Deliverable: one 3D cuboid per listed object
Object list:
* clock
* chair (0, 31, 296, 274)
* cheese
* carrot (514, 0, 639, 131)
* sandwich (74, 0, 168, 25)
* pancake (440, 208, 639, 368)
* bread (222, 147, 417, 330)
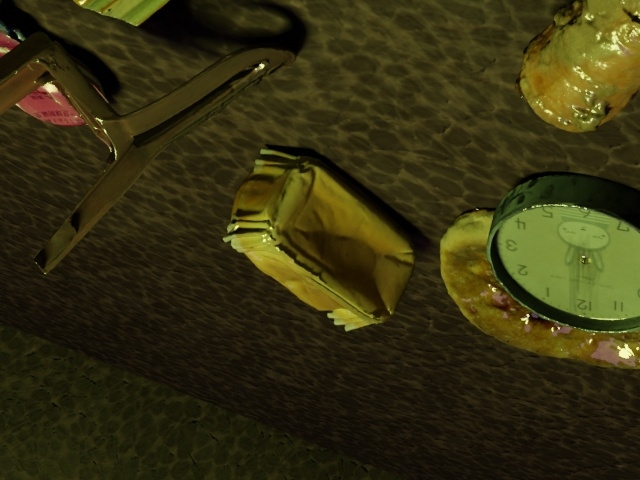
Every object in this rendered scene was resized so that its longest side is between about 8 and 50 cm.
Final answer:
[{"bbox_3d":[0.281,0.020,1.511,0.215,0.042,0.215,16,144,13],"label":"clock"},{"bbox_3d":[-0.206,-0.138,1.382,0.183,0.326,0.175,49,172,-4],"label":"chair"},{"bbox_3d":[-0.329,-0.198,1.625,0.155,0.062,0.244,7,156,35],"label":"cheese"},{"bbox_3d":[0.243,-0.170,1.071,0.102,0.102,0.263,24,155,-10],"label":"carrot"},{"bbox_3d":[-0.147,-0.281,1.146,0.144,0.187,0.117,56,-166,9],"label":"sandwich"},{"bbox_3d":[0.310,0.071,1.689,0.356,0.065,0.356,16,158,6],"label":"pancake"},{"bbox_3d":[0.000,0.000,1.711,0.107,0.136,0.241,2,153,49],"label":"bread"}]
